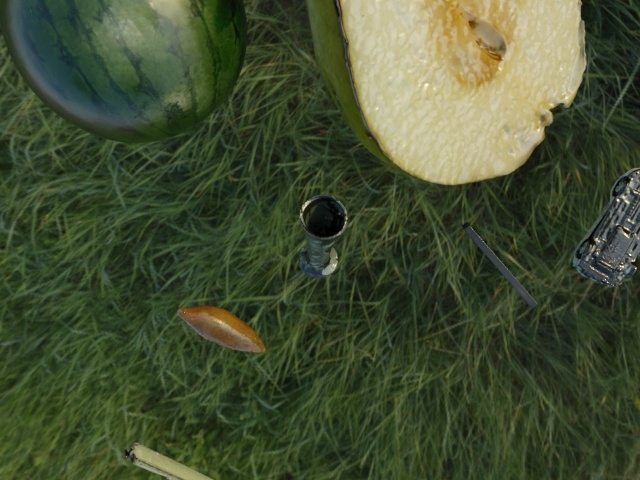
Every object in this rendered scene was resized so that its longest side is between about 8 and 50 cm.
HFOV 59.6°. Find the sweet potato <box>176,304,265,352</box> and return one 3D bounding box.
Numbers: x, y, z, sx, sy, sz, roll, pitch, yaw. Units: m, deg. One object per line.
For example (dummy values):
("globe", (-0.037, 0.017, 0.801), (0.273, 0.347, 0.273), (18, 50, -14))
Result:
("sweet potato", (-0.089, 0.082, 0.522), (0.095, 0.034, 0.034), (28, 129, -23))

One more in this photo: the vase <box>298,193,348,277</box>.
("vase", (0.000, 0.000, 0.733), (0.059, 0.059, 0.167), (23, 160, 5))

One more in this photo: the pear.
("pear", (0.123, -0.252, 0.674), (0.386, 0.340, 0.191), (37, 174, -34))

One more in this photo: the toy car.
("toy car", (0.223, -0.011, 0.412), (0.041, 0.025, 0.093), (30, 92, -2))

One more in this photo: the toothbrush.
("toothbrush", (-0.125, 0.289, 0.651), (0.028, 0.026, 0.294), (-26, 136, 16))

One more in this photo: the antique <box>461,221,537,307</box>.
("antique", (0.317, 0.043, 0.992), (0.015, 0.031, 0.192), (-40, 98, 13))

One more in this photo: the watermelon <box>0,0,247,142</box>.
("watermelon", (-0.197, -0.222, 0.575), (0.242, 0.242, 0.242), (10, 124, 14))
